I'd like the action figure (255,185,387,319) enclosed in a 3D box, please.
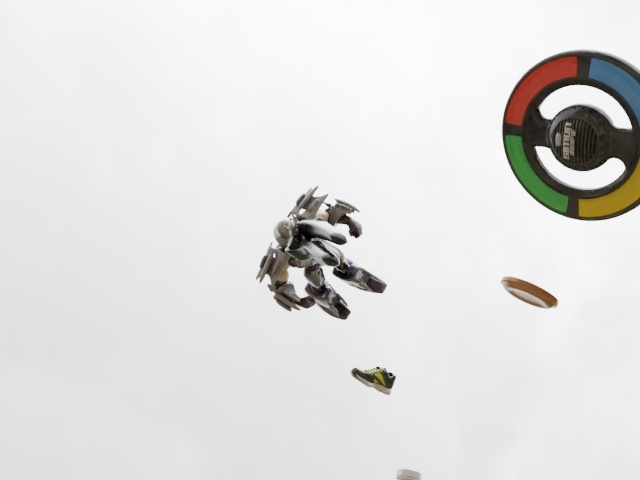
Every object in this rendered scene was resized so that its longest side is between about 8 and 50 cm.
[{"bbox_3d":[0.002,0.031,1.089,0.185,0.099,0.285,-50,-32,-4],"label":"action figure"}]

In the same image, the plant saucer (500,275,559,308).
[{"bbox_3d":[0.289,0.074,0.983,0.083,0.083,0.013,29,-99,-9],"label":"plant saucer"}]

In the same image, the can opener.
[{"bbox_3d":[0.000,0.000,0.859,0.073,0.186,0.059,10,-92,-11],"label":"can opener"}]

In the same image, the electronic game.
[{"bbox_3d":[0.341,-0.134,0.928,0.229,0.048,0.229,26,-51,37],"label":"electronic game"}]

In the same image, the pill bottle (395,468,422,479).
[{"bbox_3d":[0.152,0.474,1.269,0.065,0.116,0.065,10,-27,5],"label":"pill bottle"}]

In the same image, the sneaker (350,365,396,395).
[{"bbox_3d":[0.078,0.198,1.039,0.083,0.031,0.035,31,-95,-36],"label":"sneaker"}]
